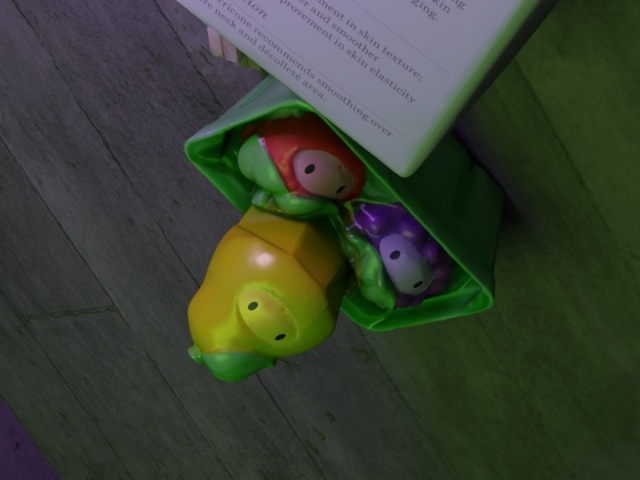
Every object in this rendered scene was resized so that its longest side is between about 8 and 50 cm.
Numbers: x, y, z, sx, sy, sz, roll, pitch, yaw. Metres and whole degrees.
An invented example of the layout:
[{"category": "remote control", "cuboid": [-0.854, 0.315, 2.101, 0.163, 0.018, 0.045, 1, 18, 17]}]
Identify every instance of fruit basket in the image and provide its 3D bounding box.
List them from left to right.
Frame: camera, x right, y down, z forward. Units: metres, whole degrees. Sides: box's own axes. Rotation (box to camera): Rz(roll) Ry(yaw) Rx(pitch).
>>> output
[{"category": "fruit basket", "cuboid": [0.000, 0.000, 2.086, 0.283, 0.392, 0.392, -16, 115, 49]}]

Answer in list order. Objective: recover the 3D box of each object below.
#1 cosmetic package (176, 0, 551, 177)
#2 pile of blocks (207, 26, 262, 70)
[{"category": "cosmetic package", "cuboid": [0.108, -0.345, 1.708, 0.329, 0.327, 0.393, 39, 144, 3]}, {"category": "pile of blocks", "cuboid": [-0.026, -0.277, 2.076, 0.149, 0.112, 0.362, 42, 144, 0]}]
